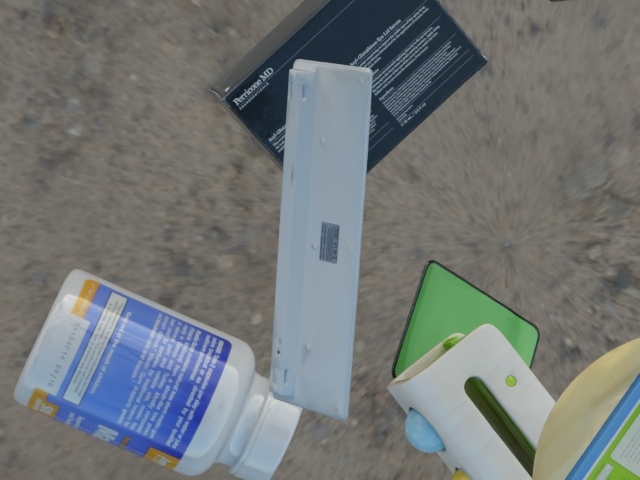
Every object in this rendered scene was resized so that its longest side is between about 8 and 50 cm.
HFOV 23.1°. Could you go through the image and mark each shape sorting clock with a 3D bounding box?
[{"bbox_3d":[0.236,0.157,0.981,0.206,0.040,0.206,-4,70,10],"label":"shape sorting clock"}]

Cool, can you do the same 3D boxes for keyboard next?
[{"bbox_3d":[0.000,0.000,1.134,0.072,0.014,0.256,11,103,33],"label":"keyboard"}]

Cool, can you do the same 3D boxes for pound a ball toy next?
[{"bbox_3d":[0.199,0.256,1.669,0.136,0.208,0.319,-37,90,-13],"label":"pound a ball toy"}]

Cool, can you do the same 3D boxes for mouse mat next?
[{"bbox_3d":[0.168,0.127,1.779,0.190,0.007,0.152,33,65,-29],"label":"mouse mat"}]

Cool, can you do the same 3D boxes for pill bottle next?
[{"bbox_3d":[-0.160,0.149,1.602,0.272,0.152,0.152,25,93,-6],"label":"pill bottle"}]

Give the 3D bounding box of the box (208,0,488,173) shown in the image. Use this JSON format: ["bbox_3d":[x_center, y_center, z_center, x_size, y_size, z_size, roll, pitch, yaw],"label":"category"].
[{"bbox_3d":[0.031,-0.192,1.817,0.261,0.103,0.184,-43,110,-2],"label":"box"}]
